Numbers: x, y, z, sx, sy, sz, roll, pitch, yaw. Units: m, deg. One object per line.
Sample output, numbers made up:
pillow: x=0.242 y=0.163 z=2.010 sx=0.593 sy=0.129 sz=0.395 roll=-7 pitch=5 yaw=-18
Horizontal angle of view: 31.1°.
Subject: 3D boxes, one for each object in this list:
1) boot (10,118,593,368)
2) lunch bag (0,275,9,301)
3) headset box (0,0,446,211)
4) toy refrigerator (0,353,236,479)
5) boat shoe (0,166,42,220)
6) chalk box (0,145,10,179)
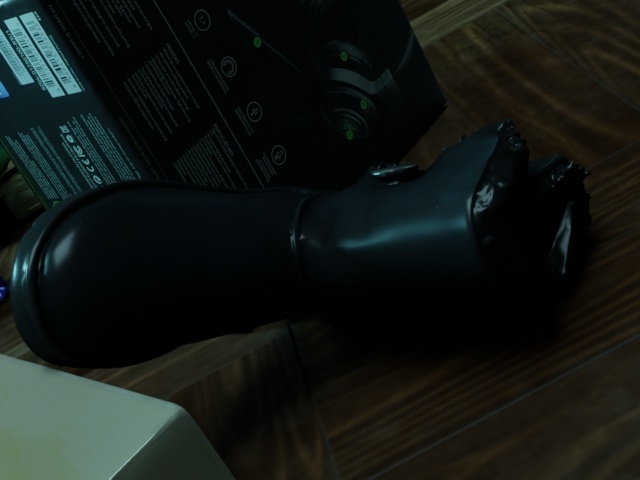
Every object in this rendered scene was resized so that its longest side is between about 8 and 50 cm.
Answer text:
boot: x=0.000 y=0.000 z=0.577 sx=0.207 sy=0.094 sz=0.246 roll=-9 pitch=0 yaw=40
lunch bag: x=-0.429 y=-0.026 z=0.907 sx=0.221 sy=0.293 sz=0.138 roll=-5 pitch=34 yaw=31
headset box: x=-0.067 y=-0.123 z=0.777 sx=0.131 sy=0.246 sz=0.283 roll=-1 pitch=38 yaw=45
toy refrigerator: x=-0.146 y=0.127 z=0.566 sx=0.269 sy=0.102 sz=0.094 roll=5 pitch=42 yaw=50
boat shoe: x=-0.232 y=-0.060 z=1.090 sx=0.153 sy=0.048 sz=0.056 roll=-17 pitch=22 yaw=12
chalk box: x=-0.405 y=-0.097 z=1.099 sx=0.289 sy=0.180 sz=0.179 roll=-38 pitch=21 yaw=20
